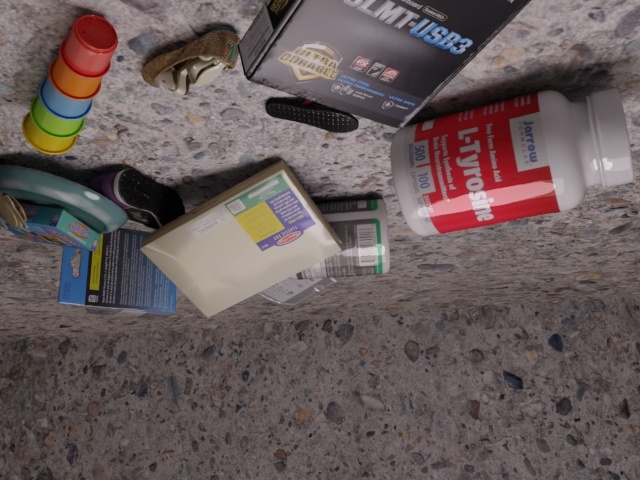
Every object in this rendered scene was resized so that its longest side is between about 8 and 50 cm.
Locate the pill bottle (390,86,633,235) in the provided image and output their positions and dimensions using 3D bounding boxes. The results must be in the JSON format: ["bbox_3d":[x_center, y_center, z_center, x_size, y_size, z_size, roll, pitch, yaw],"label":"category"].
[{"bbox_3d":[0.358,-0.151,1.163,0.407,0.229,0.229,-11,161,24],"label":"pill bottle"}]

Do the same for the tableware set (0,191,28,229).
[{"bbox_3d":[-0.670,-0.114,1.274,0.128,0.194,0.039,0,-149,44],"label":"tableware set"}]

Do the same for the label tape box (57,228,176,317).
[{"bbox_3d":[-0.591,0.091,1.773,0.333,0.241,0.106,11,160,-35],"label":"label tape box"}]

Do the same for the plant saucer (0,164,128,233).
[{"bbox_3d":[-0.609,-0.082,1.409,0.317,0.044,0.318,12,161,4],"label":"plant saucer"}]

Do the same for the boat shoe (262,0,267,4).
[{"bbox_3d":[0.010,-0.327,0.839,0.184,0.066,0.063,11,140,-24],"label":"boat shoe"}]

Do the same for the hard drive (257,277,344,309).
[{"bbox_3d":[-0.094,0.097,1.937,0.236,0.064,0.339,33,136,-24],"label":"hard drive"}]

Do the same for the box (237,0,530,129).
[{"bbox_3d":[0.088,-0.295,0.805,0.295,0.073,0.293,10,143,-37],"label":"box"}]

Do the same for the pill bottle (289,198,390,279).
[{"bbox_3d":[0.000,0.000,1.631,0.360,0.204,0.204,-3,163,4],"label":"pill bottle"}]

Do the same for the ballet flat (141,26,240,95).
[{"bbox_3d":[-0.212,-0.270,0.967,0.206,0.067,0.073,-16,160,36],"label":"ballet flat"}]

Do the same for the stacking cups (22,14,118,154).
[{"bbox_3d":[-0.398,-0.244,0.990,0.096,0.096,0.316,10,157,-35],"label":"stacking cups"}]

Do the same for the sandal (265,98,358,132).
[{"bbox_3d":[-0.013,-0.244,1.143,0.179,0.040,0.067,13,156,-1],"label":"sandal"}]

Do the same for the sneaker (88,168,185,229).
[{"bbox_3d":[-0.440,-0.093,1.478,0.124,0.107,0.283,1,158,23],"label":"sneaker"}]

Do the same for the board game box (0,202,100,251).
[{"bbox_3d":[-0.652,-0.035,1.432,0.210,0.047,0.160,9,161,15],"label":"board game box"}]

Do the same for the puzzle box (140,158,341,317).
[{"bbox_3d":[-0.187,0.008,1.474,0.408,0.052,0.272,-27,123,15],"label":"puzzle box"}]

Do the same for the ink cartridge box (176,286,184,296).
[{"bbox_3d":[-0.384,0.104,1.959,0.223,0.045,0.223,-13,-160,33],"label":"ink cartridge box"}]
